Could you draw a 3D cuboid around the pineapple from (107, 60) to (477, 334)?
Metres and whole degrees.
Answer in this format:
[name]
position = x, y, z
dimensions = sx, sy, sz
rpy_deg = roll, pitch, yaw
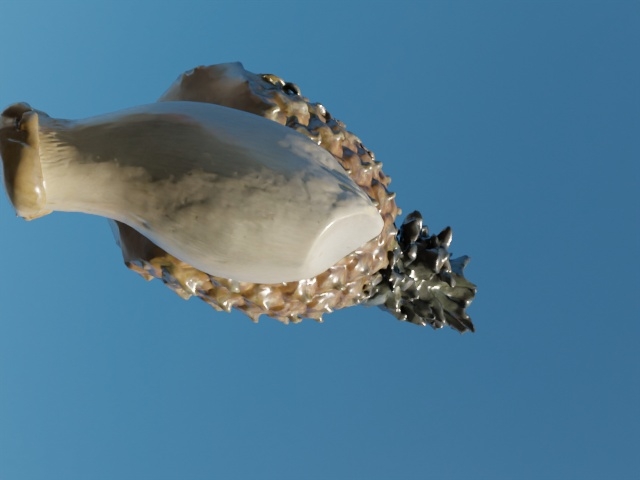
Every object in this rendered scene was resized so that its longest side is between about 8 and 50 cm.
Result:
[pineapple]
position = 0.000, 0.000, 0.756
dimensions = 0.202, 0.362, 0.201
rpy_deg = -31, -136, 35

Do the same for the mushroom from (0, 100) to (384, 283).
[mushroom]
position = -0.071, -0.027, 0.464
dimensions = 0.097, 0.213, 0.088
rpy_deg = -86, -169, -47
